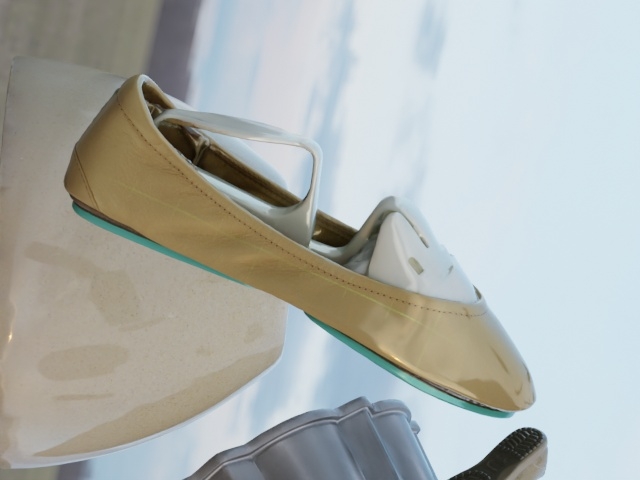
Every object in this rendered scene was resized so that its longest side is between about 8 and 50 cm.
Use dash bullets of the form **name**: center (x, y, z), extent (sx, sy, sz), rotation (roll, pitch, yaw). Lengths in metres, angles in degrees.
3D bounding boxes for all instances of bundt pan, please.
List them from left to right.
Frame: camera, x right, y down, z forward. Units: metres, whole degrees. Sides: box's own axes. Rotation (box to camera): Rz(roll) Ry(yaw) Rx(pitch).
- **bundt pan**: center (-0.034, 0.265, 1.381), extent (0.124, 0.331, 0.331), rotation (55, -30, 23)

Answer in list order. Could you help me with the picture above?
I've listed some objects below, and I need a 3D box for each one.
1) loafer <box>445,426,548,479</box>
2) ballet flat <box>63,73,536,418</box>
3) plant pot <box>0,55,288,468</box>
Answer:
- **loafer**: center (0.157, 0.233, 1.694), extent (0.056, 0.148, 0.050), rotation (34, -25, 57)
- **ballet flat**: center (0.000, 0.000, 0.801), extent (0.080, 0.232, 0.073), rotation (-64, 180, -75)
- **plant pot**: center (-0.120, 0.017, 1.271), extent (0.284, 0.191, 0.284), rotation (-178, -90, -85)
